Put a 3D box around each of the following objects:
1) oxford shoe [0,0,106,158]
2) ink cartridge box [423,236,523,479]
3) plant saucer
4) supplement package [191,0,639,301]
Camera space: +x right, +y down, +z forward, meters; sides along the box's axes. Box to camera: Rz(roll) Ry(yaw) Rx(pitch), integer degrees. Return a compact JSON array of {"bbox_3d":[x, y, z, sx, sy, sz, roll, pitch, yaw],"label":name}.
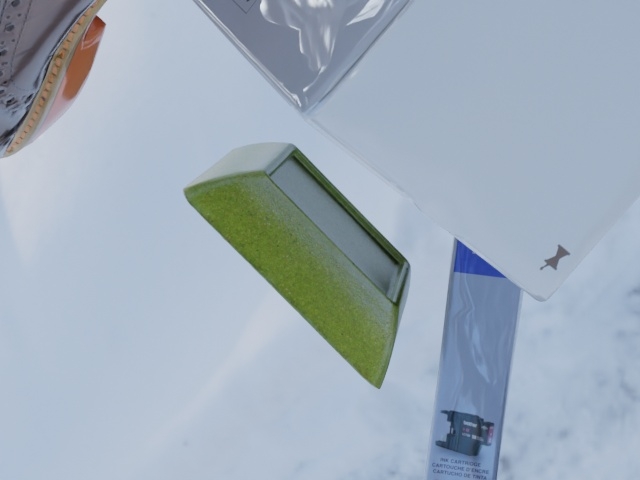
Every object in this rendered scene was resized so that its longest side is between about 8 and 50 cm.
[{"bbox_3d":[-0.127,-0.105,0.439,0.133,0.130,0.364,-51,-4,-34],"label":"oxford shoe"},{"bbox_3d":[0.123,0.087,1.062,0.186,0.065,0.311,-12,-73,-83],"label":"ink cartridge box"},{"bbox_3d":[0.000,0.000,0.972,0.045,0.188,0.188,-44,4,15],"label":"plant saucer"},{"bbox_3d":[0.047,-0.140,0.671,0.175,0.177,0.293,-49,39,7],"label":"supplement package"}]
